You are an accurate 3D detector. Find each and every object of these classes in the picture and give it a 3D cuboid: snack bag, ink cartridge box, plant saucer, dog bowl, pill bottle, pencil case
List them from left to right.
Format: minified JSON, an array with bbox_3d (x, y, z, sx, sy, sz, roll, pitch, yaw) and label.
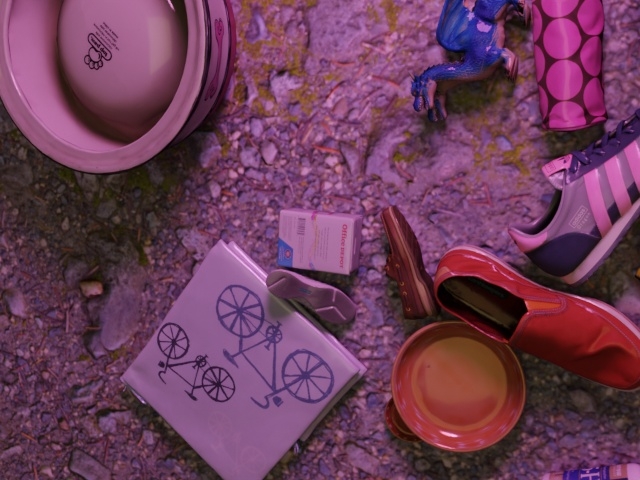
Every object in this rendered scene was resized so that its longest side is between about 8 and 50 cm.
[{"bbox_3d":[-0.310,-0.310,1.287,0.408,0.150,0.408,4,101,23],"label":"dog bowl"},{"bbox_3d":[-0.139,0.224,1.387,0.323,0.037,0.342,41,109,11],"label":"snack bag"},{"bbox_3d":[0.000,0.000,1.292,0.122,0.052,0.088,8,101,21],"label":"ink cartridge box"},{"bbox_3d":[0.142,0.274,1.299,0.083,0.013,0.083,3,98,20],"label":"plant saucer"},{"bbox_3d":[0.206,0.215,1.245,0.200,0.037,0.200,1,94,17],"label":"plant saucer"},{"bbox_3d":[0.338,-0.251,1.110,0.095,0.098,0.209,9,106,55],"label":"pencil case"},{"bbox_3d":[0.412,0.370,1.158,0.187,0.112,0.112,-14,93,21],"label":"pill bottle"}]

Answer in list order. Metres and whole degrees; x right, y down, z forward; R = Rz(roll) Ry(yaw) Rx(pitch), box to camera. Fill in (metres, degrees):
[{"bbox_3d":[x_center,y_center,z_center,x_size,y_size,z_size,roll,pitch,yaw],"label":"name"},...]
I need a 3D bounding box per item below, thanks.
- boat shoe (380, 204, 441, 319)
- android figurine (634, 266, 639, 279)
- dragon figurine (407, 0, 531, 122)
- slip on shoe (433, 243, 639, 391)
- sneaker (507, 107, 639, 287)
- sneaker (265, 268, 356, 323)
[{"bbox_3d":[0.122,0.037,1.245,0.060,0.064,0.178,-20,93,20],"label":"boat shoe"},{"bbox_3d":[0.500,-0.046,1.014,0.056,0.248,0.273,27,99,-24],"label":"android figurine"},{"bbox_3d":[0.210,-0.300,1.150,0.144,0.085,0.289,14,104,18],"label":"dragon figurine"},{"bbox_3d":[0.302,0.117,1.155,0.331,0.101,0.123,29,125,17],"label":"slip on shoe"},{"bbox_3d":[0.372,-0.094,1.097,0.131,0.112,0.319,30,106,1],"label":"sneaker"},{"bbox_3d":[-0.012,0.081,1.312,0.152,0.061,0.053,27,99,-5],"label":"sneaker"}]
